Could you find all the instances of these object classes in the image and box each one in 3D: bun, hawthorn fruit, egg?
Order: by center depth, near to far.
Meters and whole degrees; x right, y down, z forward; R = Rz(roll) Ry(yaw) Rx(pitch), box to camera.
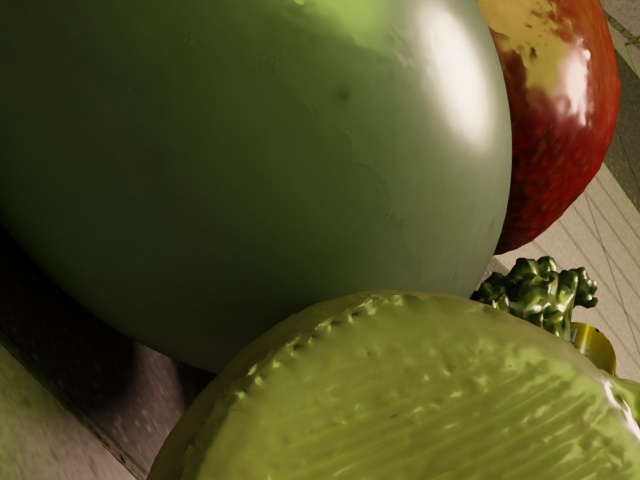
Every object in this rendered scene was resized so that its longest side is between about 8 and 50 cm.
[{"bbox_3d":[0.035,0.165,0.979,0.287,0.287,0.146,62,-17,2],"label":"bun"},{"bbox_3d":[-0.049,-0.080,1.063,0.389,0.276,0.276,48,22,-36],"label":"egg"},{"bbox_3d":[0.107,-0.162,1.565,0.287,0.287,0.330,42,60,-46],"label":"hawthorn fruit"}]

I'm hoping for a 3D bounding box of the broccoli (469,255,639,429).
[{"bbox_3d":[0.185,0.185,1.436,0.334,0.272,0.324,51,58,-49],"label":"broccoli"}]

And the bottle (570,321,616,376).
[{"bbox_3d":[0.215,0.150,1.776,0.082,0.082,0.286,59,17,-6],"label":"bottle"}]
